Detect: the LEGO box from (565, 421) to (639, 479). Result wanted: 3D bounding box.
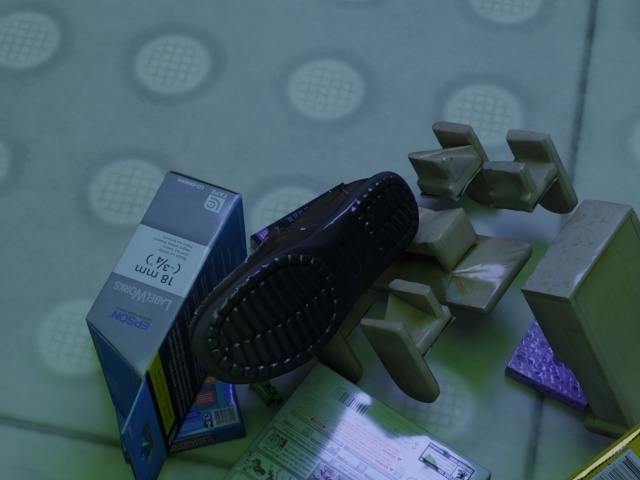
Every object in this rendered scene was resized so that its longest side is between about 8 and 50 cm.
[{"bbox_3d":[0.322,0.379,1.479,0.500,0.372,0.193,-33,64,-18],"label":"LEGO box"}]

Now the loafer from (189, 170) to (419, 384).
[{"bbox_3d":[-0.028,0.049,1.669,0.366,0.134,0.130,-37,20,-33],"label":"loafer"}]

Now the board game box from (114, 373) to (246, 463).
[{"bbox_3d":[-0.197,0.174,1.797,0.160,0.047,0.210,-12,60,-6],"label":"board game box"}]

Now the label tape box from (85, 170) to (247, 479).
[{"bbox_3d":[-0.200,0.119,1.661,0.106,0.241,0.334,19,61,11],"label":"label tape box"}]

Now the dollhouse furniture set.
[{"bbox_3d":[0.238,0.072,1.771,0.394,0.256,0.362,11,52,45],"label":"dollhouse furniture set"}]

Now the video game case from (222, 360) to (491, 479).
[{"bbox_3d":[0.033,0.318,1.699,0.269,0.061,0.244,32,62,18],"label":"video game case"}]

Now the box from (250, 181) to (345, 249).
[{"bbox_3d":[0.000,0.000,1.915,0.162,0.029,0.116,-31,63,-19],"label":"box"}]

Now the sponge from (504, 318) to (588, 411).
[{"bbox_3d":[0.346,0.119,1.837,0.117,0.031,0.210,26,62,16],"label":"sponge"}]

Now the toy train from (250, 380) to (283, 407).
[{"bbox_3d":[-0.080,0.188,1.807,0.023,0.017,0.083,-37,65,-10],"label":"toy train"}]
